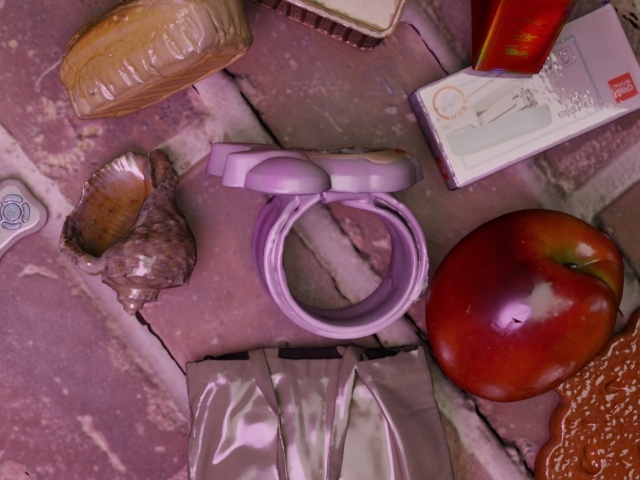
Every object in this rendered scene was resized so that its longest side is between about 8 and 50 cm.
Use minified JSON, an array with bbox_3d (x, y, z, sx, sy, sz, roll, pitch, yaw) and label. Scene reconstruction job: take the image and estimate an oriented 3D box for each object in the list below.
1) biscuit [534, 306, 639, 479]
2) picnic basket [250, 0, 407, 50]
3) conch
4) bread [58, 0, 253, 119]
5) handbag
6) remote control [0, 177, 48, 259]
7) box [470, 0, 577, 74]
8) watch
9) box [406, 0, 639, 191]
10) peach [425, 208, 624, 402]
[{"bbox_3d":[0.411,0.239,1.640,0.306,0.043,0.284,37,86,-5],"label":"biscuit"},{"bbox_3d":[0.032,-0.401,1.552,0.228,0.175,0.313,22,92,-5],"label":"picnic basket"},{"bbox_3d":[-0.218,-0.015,1.551,0.155,0.130,0.207,9,75,-17],"label":"conch"},{"bbox_3d":[-0.192,-0.219,1.518,0.236,0.140,0.106,-23,89,31],"label":"bread"},{"bbox_3d":[-0.002,0.248,1.577,0.316,0.109,0.253,-4,86,2],"label":"handbag"},{"bbox_3d":[-0.382,-0.014,1.586,0.122,0.032,0.074,-44,93,-2],"label":"remote control"},{"bbox_3d":[0.225,-0.369,1.509,0.089,0.197,0.313,2,72,-3],"label":"box"},{"bbox_3d":[0.000,0.000,1.546,0.248,0.211,0.217,-1,99,-13],"label":"watch"},{"bbox_3d":[0.250,-0.172,1.611,0.269,0.079,0.135,-24,91,-4],"label":"box"},{"bbox_3d":[0.232,0.074,1.546,0.243,0.243,0.199,-33,77,-4],"label":"peach"}]
